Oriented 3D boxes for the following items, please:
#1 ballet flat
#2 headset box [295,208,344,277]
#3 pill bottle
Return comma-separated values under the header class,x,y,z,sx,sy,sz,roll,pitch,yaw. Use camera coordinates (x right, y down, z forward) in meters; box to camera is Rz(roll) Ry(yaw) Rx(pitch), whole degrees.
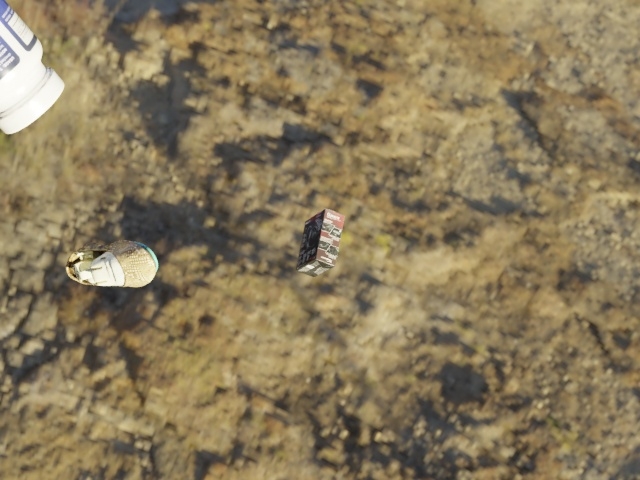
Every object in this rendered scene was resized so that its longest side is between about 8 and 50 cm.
class,x,y,z,sx,sy,sz,roll,pitch,yaw
ballet flat,-0.296,0.040,1.637,0.067,0.206,0.073,-27,101,-31
headset box,0.000,0.000,1.577,0.032,0.062,0.083,22,64,-21
pill bottle,-0.529,-0.302,1.825,0.264,0.153,0.153,52,25,-26
